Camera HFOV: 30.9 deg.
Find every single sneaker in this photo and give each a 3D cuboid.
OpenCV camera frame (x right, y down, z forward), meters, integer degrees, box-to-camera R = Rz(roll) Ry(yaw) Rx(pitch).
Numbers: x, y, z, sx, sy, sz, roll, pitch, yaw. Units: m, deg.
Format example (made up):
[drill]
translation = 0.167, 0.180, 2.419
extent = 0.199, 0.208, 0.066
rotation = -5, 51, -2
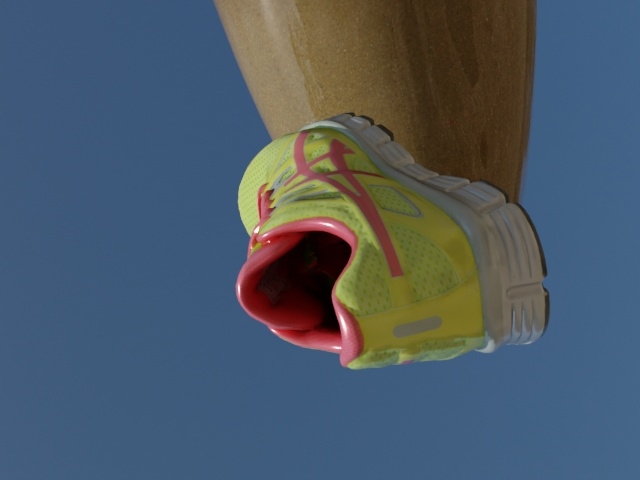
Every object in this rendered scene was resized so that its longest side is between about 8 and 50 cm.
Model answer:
[sneaker]
translation = 0.000, 0.000, 0.486
extent = 0.094, 0.208, 0.081
rotation = -19, -72, -22

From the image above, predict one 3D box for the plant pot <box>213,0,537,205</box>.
[plant pot]
translation = 0.054, -0.100, 0.827
extent = 0.237, 0.237, 0.254
rotation = -15, -82, -31
